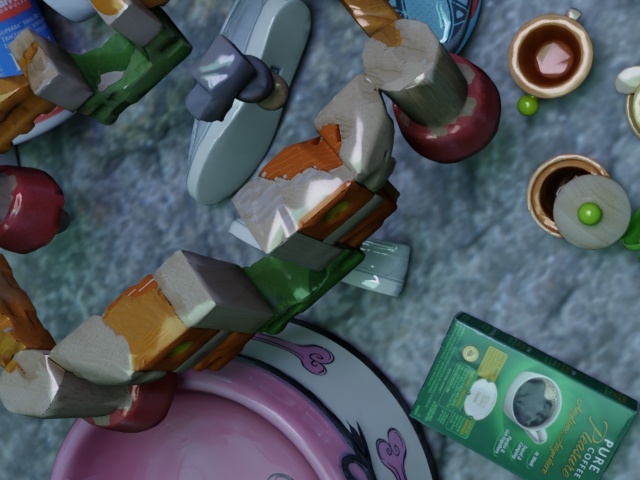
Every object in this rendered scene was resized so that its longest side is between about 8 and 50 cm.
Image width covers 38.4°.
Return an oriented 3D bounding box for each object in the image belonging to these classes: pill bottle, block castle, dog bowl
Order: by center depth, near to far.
[{"bbox_3d":[-0.100,-0.071,0.780,0.453,0.213,0.303,-41,70,11],"label":"block castle"},{"bbox_3d":[-0.094,0.281,0.919,0.408,0.150,0.407,2,95,22],"label":"dog bowl"},{"bbox_3d":[-0.344,-0.215,0.937,0.124,0.124,0.221,-10,118,21],"label":"pill bottle"}]

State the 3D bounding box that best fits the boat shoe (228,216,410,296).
[{"bbox_3d":[0.000,0.000,0.909,0.184,0.066,0.063,19,88,20],"label":"boat shoe"}]

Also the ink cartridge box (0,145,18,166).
[{"bbox_3d":[-0.502,-0.117,1.049,0.278,0.117,0.201,-10,92,21],"label":"ink cartridge box"}]

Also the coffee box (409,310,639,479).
[{"bbox_3d":[0.189,0.158,0.865,0.184,0.040,0.113,26,104,16],"label":"coffee box"}]

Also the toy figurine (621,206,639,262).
[{"bbox_3d":[0.345,0.024,0.742,0.159,0.173,0.130,45,125,-2],"label":"toy figurine"}]

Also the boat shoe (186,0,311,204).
[{"bbox_3d":[-0.086,-0.148,0.924,0.081,0.079,0.227,36,109,34],"label":"boat shoe"}]

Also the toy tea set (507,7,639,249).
[{"bbox_3d":[0.240,-0.161,0.767,0.200,0.124,0.336,-7,93,21],"label":"toy tea set"}]

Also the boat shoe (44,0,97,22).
[{"bbox_3d":[-0.276,-0.409,0.939,0.156,0.136,0.367,-30,76,17],"label":"boat shoe"}]

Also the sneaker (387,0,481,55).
[{"bbox_3d":[0.080,-0.285,0.813,0.104,0.125,0.261,-1,95,21],"label":"sneaker"}]
